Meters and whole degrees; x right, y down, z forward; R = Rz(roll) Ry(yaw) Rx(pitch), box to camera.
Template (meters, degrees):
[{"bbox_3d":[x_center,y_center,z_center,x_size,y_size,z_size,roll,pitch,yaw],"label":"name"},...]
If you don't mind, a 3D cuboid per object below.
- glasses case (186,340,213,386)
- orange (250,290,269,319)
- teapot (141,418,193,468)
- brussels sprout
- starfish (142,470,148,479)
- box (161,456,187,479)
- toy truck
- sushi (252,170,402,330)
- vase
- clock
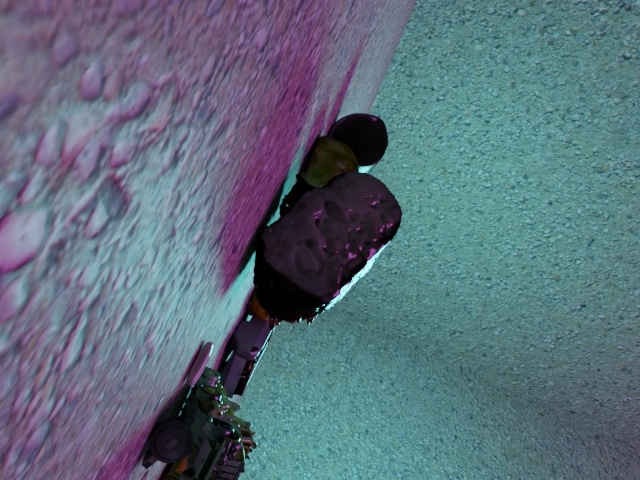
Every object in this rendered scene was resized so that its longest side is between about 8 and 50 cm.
[{"bbox_3d":[-0.211,0.216,0.988,0.032,0.021,0.083,104,10,-66],"label":"glasses case"},{"bbox_3d":[-0.139,0.159,1.422,0.083,0.070,0.083,3,90,-77],"label":"orange"},{"bbox_3d":[-0.247,0.323,0.899,0.088,0.066,0.057,-43,-169,-13],"label":"teapot"},{"bbox_3d":[0.026,-0.161,1.313,0.149,0.122,0.151,106,7,-58],"label":"brussels sprout"},{"bbox_3d":[-0.322,0.449,0.983,0.086,0.016,0.092,115,-2,-58],"label":"starfish"},{"bbox_3d":[-0.290,0.569,1.348,0.177,0.148,0.195,-64,180,26],"label":"box"},{"bbox_3d":[-0.175,0.339,0.996,0.128,0.135,0.259,-64,-163,2],"label":"toy truck"},{"bbox_3d":[0.000,0.000,1.132,0.348,0.234,0.207,-38,167,-30],"label":"sushi"},{"bbox_3d":[0.051,-0.192,1.580,0.251,0.156,0.301,-45,173,-33],"label":"vase"},{"bbox_3d":[-0.185,0.271,1.483,0.253,0.083,0.186,-64,177,-57],"label":"clock"}]
